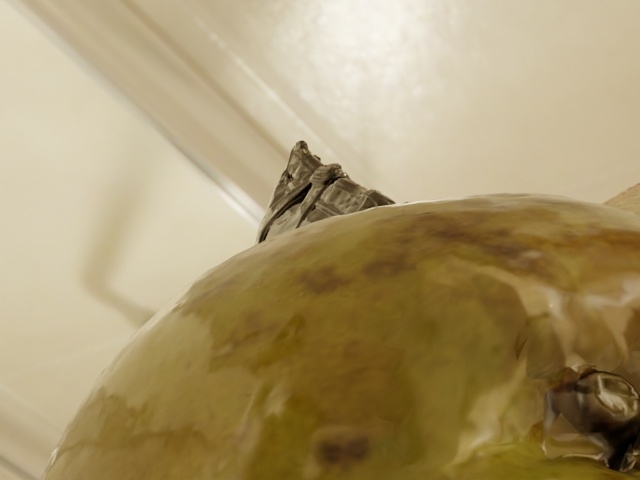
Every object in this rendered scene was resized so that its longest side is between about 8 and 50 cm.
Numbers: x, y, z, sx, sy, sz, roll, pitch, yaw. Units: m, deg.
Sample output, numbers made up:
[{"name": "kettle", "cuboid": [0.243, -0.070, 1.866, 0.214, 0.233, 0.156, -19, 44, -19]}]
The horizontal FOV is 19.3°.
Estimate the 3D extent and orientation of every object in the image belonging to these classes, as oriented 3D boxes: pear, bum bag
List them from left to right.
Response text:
[{"name": "bum bag", "cuboid": [0.000, 0.000, 1.041, 0.087, 0.049, 0.198, -61, -163, 3]}, {"name": "pear", "cuboid": [0.058, 0.131, 0.545, 0.304, 0.304, 0.304, -20, -130, 26]}]

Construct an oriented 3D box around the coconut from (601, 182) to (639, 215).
[{"name": "coconut", "cuboid": [0.171, 0.070, 0.790, 0.234, 0.224, 0.224, -53, -146, 38]}]
